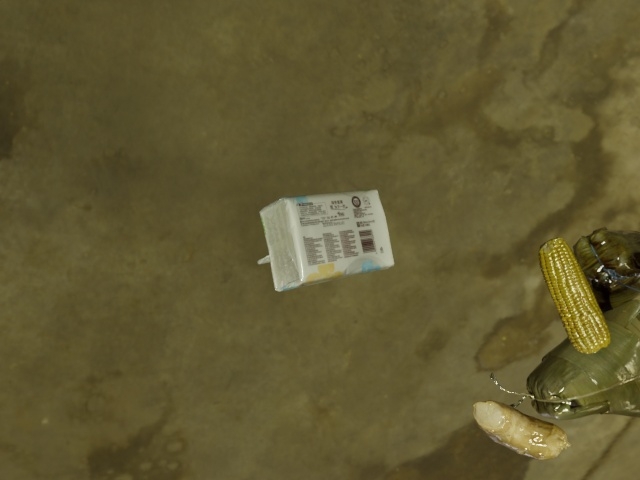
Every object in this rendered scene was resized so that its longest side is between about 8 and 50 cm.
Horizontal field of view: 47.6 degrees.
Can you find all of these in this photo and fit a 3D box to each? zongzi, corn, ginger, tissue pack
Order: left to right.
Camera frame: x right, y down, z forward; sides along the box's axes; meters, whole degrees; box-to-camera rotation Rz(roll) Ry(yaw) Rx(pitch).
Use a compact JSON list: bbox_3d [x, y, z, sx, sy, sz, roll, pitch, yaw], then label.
[{"bbox_3d":[0.000,0.000,1.367,0.229,0.159,0.145,-9,175,-40],"label":"tissue pack"},{"bbox_3d":[0.340,0.327,1.261,0.190,0.069,0.095,24,143,-7],"label":"ginger"},{"bbox_3d":[0.475,0.104,1.373,0.080,0.080,0.231,-25,90,2],"label":"corn"},{"bbox_3d":[0.661,0.400,1.737,0.447,0.181,0.418,-34,98,-18],"label":"zongzi"},{"bbox_3d":[0.663,0.022,1.474,0.300,0.138,0.286,-23,156,10],"label":"zongzi"}]
